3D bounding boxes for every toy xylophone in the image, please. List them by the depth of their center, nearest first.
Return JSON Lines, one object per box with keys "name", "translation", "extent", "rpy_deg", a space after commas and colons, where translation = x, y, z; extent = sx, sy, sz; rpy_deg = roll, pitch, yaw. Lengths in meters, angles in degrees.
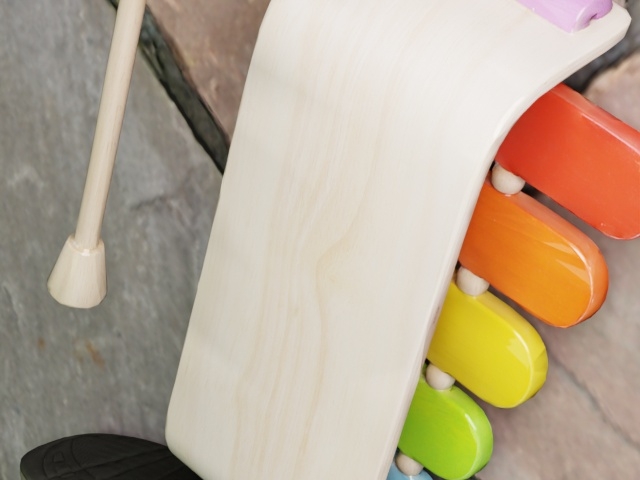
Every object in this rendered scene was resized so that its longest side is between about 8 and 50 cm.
{"name": "toy xylophone", "translation": [0.000, 0.000, 0.808], "extent": [0.236, 0.081, 0.322], "rpy_deg": [43, 131, 23]}

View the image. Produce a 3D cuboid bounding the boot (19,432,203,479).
{"name": "boot", "translation": [-0.071, 0.211, 0.948], "extent": [0.236, 0.085, 0.178], "rpy_deg": [26, 122, 43]}
